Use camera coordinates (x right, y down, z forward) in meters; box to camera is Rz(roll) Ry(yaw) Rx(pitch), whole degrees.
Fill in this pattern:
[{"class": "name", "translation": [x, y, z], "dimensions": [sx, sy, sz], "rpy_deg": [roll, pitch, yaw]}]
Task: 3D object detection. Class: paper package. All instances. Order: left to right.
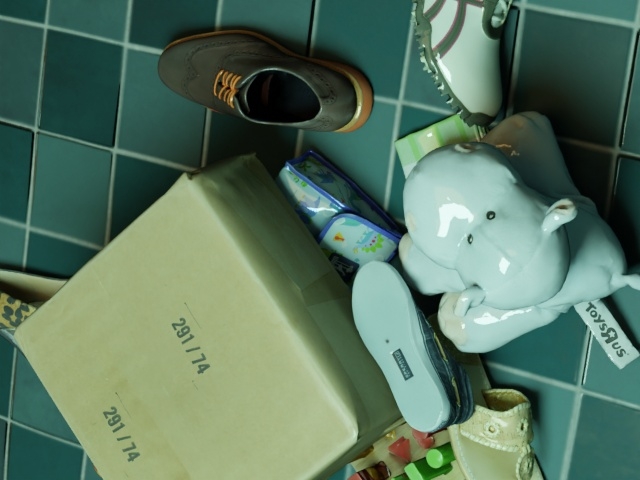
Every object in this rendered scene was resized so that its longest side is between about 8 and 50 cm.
[{"class": "paper package", "translation": [-0.111, 0.132, 1.866], "dimensions": [0.309, 0.168, 0.325], "rpy_deg": [-40, 80, 25]}]

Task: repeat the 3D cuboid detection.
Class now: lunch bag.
[{"class": "lunch bag", "translation": [0.000, 0.000, 1.939], "dimensions": [0.151, 0.096, 0.129], "rpy_deg": [38, 114, 7]}]

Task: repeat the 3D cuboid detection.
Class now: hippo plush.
[{"class": "hippo plush", "translation": [0.169, 0.022, 1.717], "dimensions": [0.294, 0.236, 0.234], "rpy_deg": [48, 110, 15]}]

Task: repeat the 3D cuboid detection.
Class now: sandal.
[{"class": "sandal", "translation": [0.176, 0.174, 1.838], "dimensions": [0.240, 0.088, 0.079], "rpy_deg": [64, 147, 14]}]

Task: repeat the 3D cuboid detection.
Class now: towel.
[{"class": "towel", "translation": [0.142, -0.051, 1.876], "dimensions": [0.113, 0.023, 0.152], "rpy_deg": [-22, 84, 32]}]

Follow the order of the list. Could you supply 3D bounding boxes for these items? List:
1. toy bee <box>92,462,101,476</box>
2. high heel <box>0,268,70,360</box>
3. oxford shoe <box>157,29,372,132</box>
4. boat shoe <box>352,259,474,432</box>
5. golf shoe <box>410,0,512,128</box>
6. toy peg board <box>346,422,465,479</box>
[{"class": "toy bee", "translation": [-0.161, 0.282, 2.038], "dimensions": [0.298, 0.162, 0.195], "rpy_deg": [6, 98, 32]}, {"class": "high heel", "translation": [-0.321, 0.043, 2.142], "dimensions": [0.186, 0.093, 0.261], "rpy_deg": [46, 127, 12]}, {"class": "oxford shoe", "translation": [-0.080, -0.176, 1.956], "dimensions": [0.271, 0.098, 0.097], "rpy_deg": [12, 103, 31]}, {"class": "boat shoe", "translation": [0.093, 0.108, 1.815], "dimensions": [0.065, 0.083, 0.183], "rpy_deg": [-28, 74, 26]}, {"class": "golf shoe", "translation": [0.153, -0.251, 1.797], "dimensions": [0.120, 0.105, 0.273], "rpy_deg": [-12, 91, 26]}, {"class": "toy peg board", "translation": [0.077, 0.210, 1.922], "dimensions": [0.161, 0.079, 0.161], "rpy_deg": [-43, 74, 29]}]
